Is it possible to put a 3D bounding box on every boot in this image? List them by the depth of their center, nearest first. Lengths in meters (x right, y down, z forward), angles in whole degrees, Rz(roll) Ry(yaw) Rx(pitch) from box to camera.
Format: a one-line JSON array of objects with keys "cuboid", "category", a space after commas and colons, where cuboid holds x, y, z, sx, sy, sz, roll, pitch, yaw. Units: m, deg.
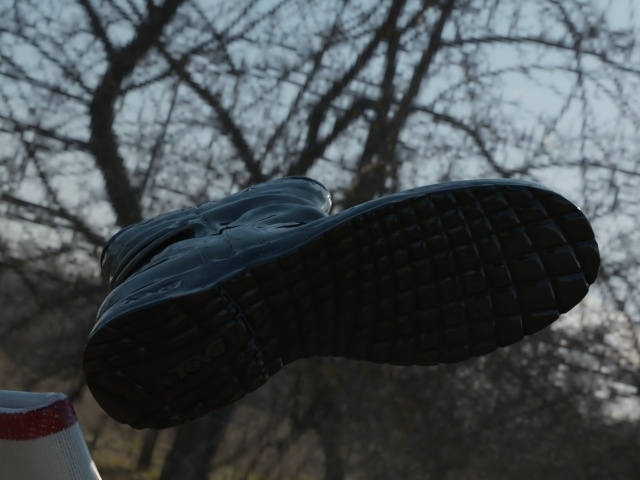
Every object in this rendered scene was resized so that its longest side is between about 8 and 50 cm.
[{"cuboid": [0.000, 0.000, 0.644, 0.246, 0.083, 0.161, -15, 23, 4], "category": "boot"}]

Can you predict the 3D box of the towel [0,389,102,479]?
[{"cuboid": [-0.118, 0.216, 0.559, 0.237, 0.329, 0.037, -6, 17, 47], "category": "towel"}]
